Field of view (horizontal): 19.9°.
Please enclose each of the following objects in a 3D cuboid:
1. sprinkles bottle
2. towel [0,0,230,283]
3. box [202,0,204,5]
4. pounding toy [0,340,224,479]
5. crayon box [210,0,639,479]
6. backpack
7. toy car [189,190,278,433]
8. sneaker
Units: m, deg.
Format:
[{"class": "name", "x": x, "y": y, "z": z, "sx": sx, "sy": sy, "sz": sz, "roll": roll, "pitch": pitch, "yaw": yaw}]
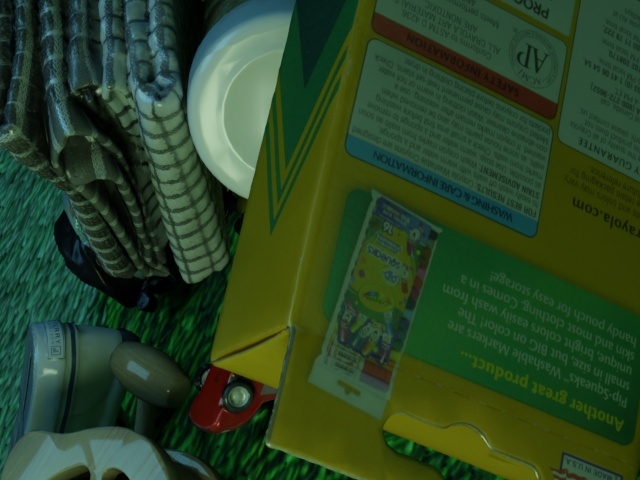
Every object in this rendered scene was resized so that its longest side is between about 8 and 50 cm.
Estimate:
[{"class": "sprinkles bottle", "x": -0.022, "y": -0.134, "z": 1.207, "sx": 0.121, "sy": 0.121, "sz": 0.355, "roll": -58, "pitch": 12, "yaw": 17}, {"class": "towel", "x": -0.144, "y": -0.132, "z": 1.234, "sx": 0.235, "sy": 0.121, "sz": 0.283, "roll": 76, "pitch": -175, "yaw": -62}, {"class": "box", "x": -0.114, "y": -0.252, "z": 1.548, "sx": 0.077, "sy": 0.147, "sz": 0.180, "roll": -5, "pitch": 63, "yaw": 63}, {"class": "pounding toy", "x": -0.128, "y": 0.212, "z": 1.248, "sx": 0.154, "sy": 0.155, "sz": 0.269, "roll": 18, "pitch": 81, "yaw": 38}, {"class": "crayon box", "x": 0.071, "y": -0.013, "z": 0.900, "sx": 0.083, "sy": 0.203, "sz": 0.323, "roll": -26, "pitch": 46, "yaw": 55}, {"class": "backpack", "x": -0.137, "y": -0.053, "z": 1.459, "sx": 0.182, "sy": 0.115, "sz": 0.152, "roll": -58, "pitch": 23, "yaw": 11}, {"class": "toy car", "x": 0.000, "y": 0.000, "z": 1.212, "sx": 0.225, "sy": 0.053, "sz": 0.239, "roll": -36, "pitch": 39, "yaw": 47}, {"class": "sneaker", "x": -0.191, "y": 0.168, "z": 1.409, "sx": 0.094, "sy": 0.091, "sz": 0.258, "roll": -102, "pitch": 22, "yaw": -45}]
